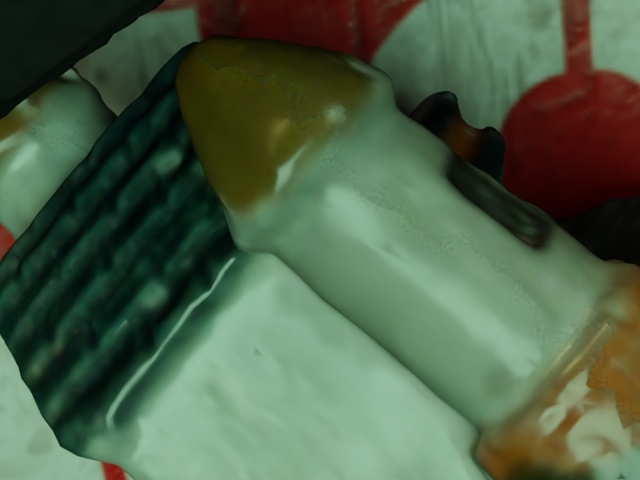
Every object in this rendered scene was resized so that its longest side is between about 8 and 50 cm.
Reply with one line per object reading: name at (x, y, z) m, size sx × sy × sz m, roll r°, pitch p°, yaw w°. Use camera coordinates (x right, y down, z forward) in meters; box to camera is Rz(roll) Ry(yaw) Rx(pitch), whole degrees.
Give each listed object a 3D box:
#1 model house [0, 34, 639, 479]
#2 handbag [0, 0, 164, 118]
model house at (0.000, 0.000, 0.451) m, size 0.301 × 0.271 × 0.190 m, roll 39°, pitch 103°, yaw -2°
handbag at (-0.094, -0.161, 0.375) m, size 0.181 × 0.254 × 0.181 m, roll -32°, pitch 124°, yaw 11°
